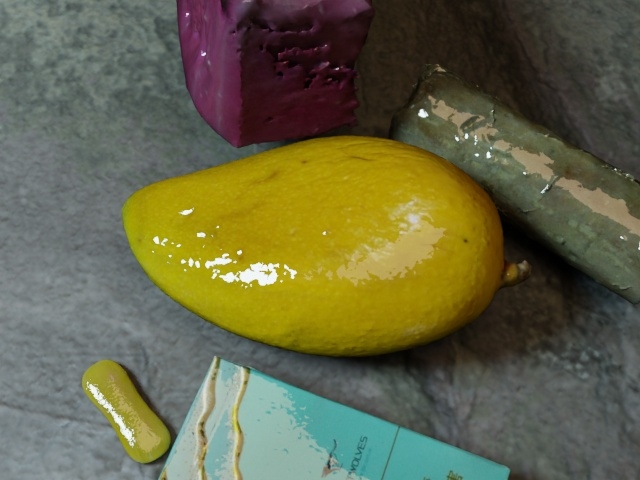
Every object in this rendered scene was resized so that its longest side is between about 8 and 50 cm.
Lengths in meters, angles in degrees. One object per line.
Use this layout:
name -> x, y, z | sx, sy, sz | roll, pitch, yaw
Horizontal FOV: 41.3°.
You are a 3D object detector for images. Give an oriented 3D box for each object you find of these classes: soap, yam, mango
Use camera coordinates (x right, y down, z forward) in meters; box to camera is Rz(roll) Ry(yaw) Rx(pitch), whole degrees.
soap -> -0.145, 0.125, 0.629 | 0.034, 0.012, 0.089 | -36, 70, -19
yam -> 0.171, -0.052, 0.696 | 0.259, 0.093, 0.093 | 34, 66, 14
soap -> -0.054, -0.233, 0.698 | 0.127, 0.220, 0.325 | -4, 59, -14
mango -> 0.000, 0.000, 0.645 | 0.316, 0.119, 0.177 | 3, 64, 5

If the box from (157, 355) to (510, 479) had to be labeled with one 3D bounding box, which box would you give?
box -> 0.000, 0.194, 0.587 | 0.229, 0.041, 0.162 | 20, 63, 6
